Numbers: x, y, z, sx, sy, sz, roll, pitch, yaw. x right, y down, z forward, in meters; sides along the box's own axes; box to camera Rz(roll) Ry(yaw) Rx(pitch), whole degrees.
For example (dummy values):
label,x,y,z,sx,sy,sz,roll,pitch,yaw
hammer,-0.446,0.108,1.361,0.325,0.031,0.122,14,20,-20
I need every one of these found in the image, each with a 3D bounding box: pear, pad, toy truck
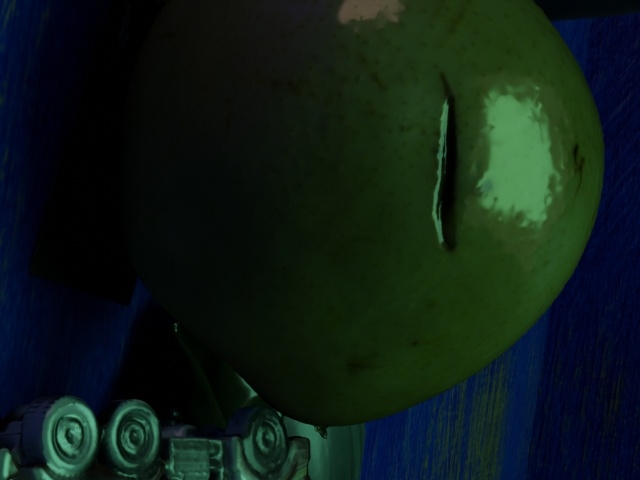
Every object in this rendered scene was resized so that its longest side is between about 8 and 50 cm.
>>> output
label,x,y,z,sx,sy,sz,roll,pitch,yaw
pear,0.018,-0.045,0.922,0.309,0.309,0.309,8,90,-73
pad,-0.126,-0.058,0.957,0.127,0.004,0.190,27,79,-66
toy truck,-0.117,0.157,0.825,0.270,0.114,0.135,11,76,-51

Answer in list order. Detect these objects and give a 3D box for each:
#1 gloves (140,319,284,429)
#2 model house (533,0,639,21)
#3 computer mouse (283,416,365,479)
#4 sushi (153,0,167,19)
label,x,y,z,sx,sy,sz,roll,pitch,yaw
gloves,-0.075,0.117,1.070,0.135,0.107,0.268,50,38,-34
model house,0.148,-0.326,1.137,0.297,0.339,0.360,65,33,-76
computer mouse,-0.027,0.202,1.269,0.188,0.122,0.371,-56,153,-53
sushi,-0.091,-0.174,1.020,0.139,0.031,0.201,-37,136,-57
